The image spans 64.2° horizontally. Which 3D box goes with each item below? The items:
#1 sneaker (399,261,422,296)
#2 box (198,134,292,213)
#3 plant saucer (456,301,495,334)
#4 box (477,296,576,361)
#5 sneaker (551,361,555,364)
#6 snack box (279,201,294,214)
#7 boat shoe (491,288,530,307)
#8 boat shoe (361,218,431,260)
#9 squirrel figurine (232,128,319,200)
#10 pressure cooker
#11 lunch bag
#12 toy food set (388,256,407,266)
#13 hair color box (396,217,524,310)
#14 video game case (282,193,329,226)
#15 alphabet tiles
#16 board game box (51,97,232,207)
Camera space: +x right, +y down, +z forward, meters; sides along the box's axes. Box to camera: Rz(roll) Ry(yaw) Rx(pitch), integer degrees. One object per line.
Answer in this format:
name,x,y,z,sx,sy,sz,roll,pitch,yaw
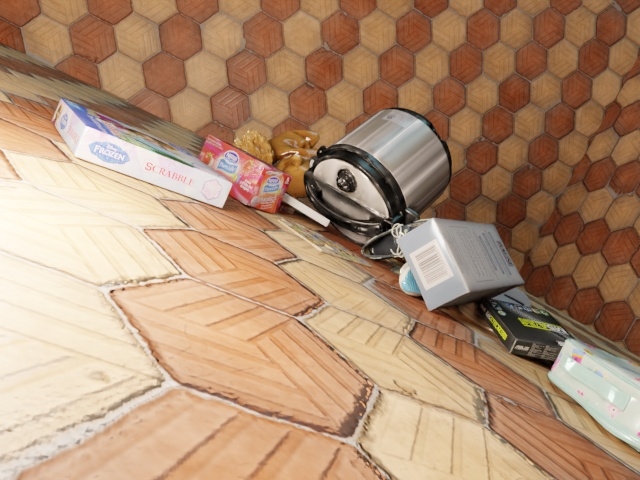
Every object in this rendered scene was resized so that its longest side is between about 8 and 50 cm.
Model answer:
sneaker,0.245,0.091,1.288,0.228,0.092,0.088,-22,88,-58
box,-0.223,-0.188,1.439,0.256,0.123,0.128,31,8,34
plant saucer,0.495,0.226,1.356,0.277,0.041,0.278,26,7,-4
box,0.489,0.210,1.191,0.190,0.045,0.184,13,19,-11
sneaker,0.595,0.283,1.238,0.064,0.061,0.158,24,4,35
snack box,-0.165,-0.134,1.648,0.178,0.022,0.064,32,7,34
boat shoe,0.474,0.156,1.528,0.335,0.121,0.119,32,-35,-17
boat shoe,0.223,0.000,1.424,0.254,0.095,0.079,-15,-7,44
squirrel figurine,-0.150,-0.268,1.946,0.396,0.281,0.370,9,23,-15
pressure cooker,0.169,-0.190,1.650,0.369,0.420,0.376,-11,-64,57
lunch bag,0.550,0.283,0.895,0.224,0.108,0.279,19,7,-13
toy food set,0.265,0.056,1.721,0.192,0.039,0.132,19,11,-44
hair color box,0.360,0.056,1.271,0.374,0.113,0.185,1,61,-51
video game case,-0.095,-0.124,1.635,0.204,0.025,0.285,30,2,-19
alphabet tiles,0.000,0.000,1.351,0.198,0.009,0.237,18,12,-44
board game box,-0.400,-0.196,1.133,0.318,0.066,0.318,20,10,-40
